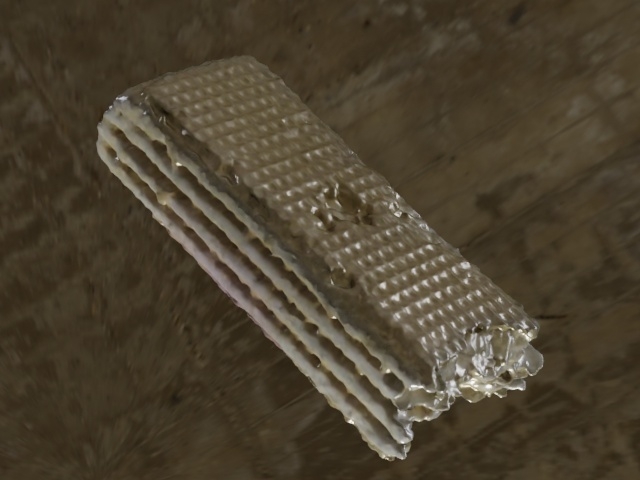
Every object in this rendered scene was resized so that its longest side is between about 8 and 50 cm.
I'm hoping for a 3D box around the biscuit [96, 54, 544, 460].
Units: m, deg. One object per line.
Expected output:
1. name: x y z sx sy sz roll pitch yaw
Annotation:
1. biscuit: 0.000 0.000 0.866 0.239 0.062 0.108 45 -141 18
